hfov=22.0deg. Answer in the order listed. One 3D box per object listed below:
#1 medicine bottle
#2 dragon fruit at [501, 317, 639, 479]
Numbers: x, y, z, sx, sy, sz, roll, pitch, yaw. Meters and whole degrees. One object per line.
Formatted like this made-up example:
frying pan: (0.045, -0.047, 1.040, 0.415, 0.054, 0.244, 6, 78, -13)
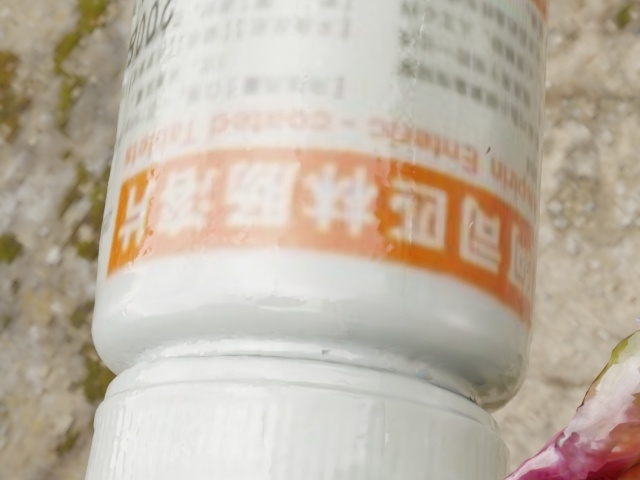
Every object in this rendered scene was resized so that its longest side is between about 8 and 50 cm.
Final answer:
medicine bottle: (0.000, 0.000, 0.796, 0.211, 0.211, 0.371, -10, 64, 36)
dragon fruit: (0.100, 0.095, 0.455, 0.147, 0.211, 0.282, 63, 149, 22)
